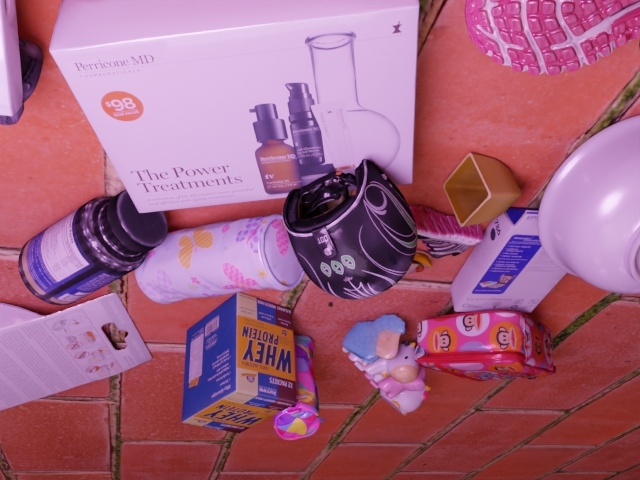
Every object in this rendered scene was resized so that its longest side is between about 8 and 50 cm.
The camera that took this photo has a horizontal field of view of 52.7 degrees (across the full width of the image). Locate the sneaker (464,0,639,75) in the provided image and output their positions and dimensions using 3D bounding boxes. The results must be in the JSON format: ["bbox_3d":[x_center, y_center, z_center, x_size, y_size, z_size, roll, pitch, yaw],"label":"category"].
[{"bbox_3d":[0.307,-0.256,0.689,0.300,0.112,0.120,-1,128,18],"label":"sneaker"}]

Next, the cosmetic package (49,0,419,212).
[{"bbox_3d":[-0.077,-0.168,0.778,0.378,0.097,0.284,-6,144,3],"label":"cosmetic package"}]

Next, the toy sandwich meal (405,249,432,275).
[{"bbox_3d":[0.162,0.045,1.174,0.086,0.029,0.085,-3,146,-2],"label":"toy sandwich meal"}]

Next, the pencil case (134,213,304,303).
[{"bbox_3d":[-0.155,0.034,0.993,0.273,0.113,0.124,-10,145,33],"label":"pencil case"}]

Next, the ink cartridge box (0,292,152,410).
[{"bbox_3d":[-0.571,0.210,1.313,0.385,0.091,0.308,-18,147,-11],"label":"ink cartridge box"}]

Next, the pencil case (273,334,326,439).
[{"bbox_3d":[-0.052,0.296,1.339,0.105,0.236,0.104,-3,124,-5],"label":"pencil case"}]

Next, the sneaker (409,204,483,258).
[{"bbox_3d":[0.185,-0.007,1.069,0.171,0.063,0.074,9,138,-27],"label":"sneaker"}]

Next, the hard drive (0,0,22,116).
[{"bbox_3d":[-0.452,-0.237,0.545,0.354,0.047,0.232,5,122,-10],"label":"hard drive"}]

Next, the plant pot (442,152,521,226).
[{"bbox_3d":[0.250,-0.075,0.969,0.083,0.081,0.081,-2,148,-26],"label":"plant pot"}]

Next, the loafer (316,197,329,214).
[{"bbox_3d":[0.000,0.000,1.044,0.076,0.078,0.223,-12,145,11],"label":"loafer"}]

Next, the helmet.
[{"bbox_3d":[0.045,-0.006,0.823,0.170,0.169,0.161,-22,128,24],"label":"helmet"}]

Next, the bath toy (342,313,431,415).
[{"bbox_3d":[0.175,0.287,1.458,0.129,0.151,0.348,-48,143,-13],"label":"bath toy"}]

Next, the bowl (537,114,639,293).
[{"bbox_3d":[0.483,-0.023,0.936,0.298,0.134,0.297,-4,126,-6],"label":"bowl"}]

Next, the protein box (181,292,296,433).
[{"bbox_3d":[-0.163,0.245,1.275,0.136,0.201,0.200,22,138,-34],"label":"protein box"}]

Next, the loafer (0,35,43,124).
[{"bbox_3d":[-0.439,-0.231,0.660,0.303,0.095,0.109,30,161,-23],"label":"loafer"}]

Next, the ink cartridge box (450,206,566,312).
[{"bbox_3d":[0.361,0.025,1.140,0.166,0.065,0.332,3,146,-11],"label":"ink cartridge box"}]

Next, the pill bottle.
[{"bbox_3d":[-0.341,0.008,0.977,0.219,0.122,0.123,-25,141,27],"label":"pill bottle"}]

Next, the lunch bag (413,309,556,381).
[{"bbox_3d":[0.327,0.222,1.343,0.258,0.120,0.293,-10,159,34],"label":"lunch bag"}]
